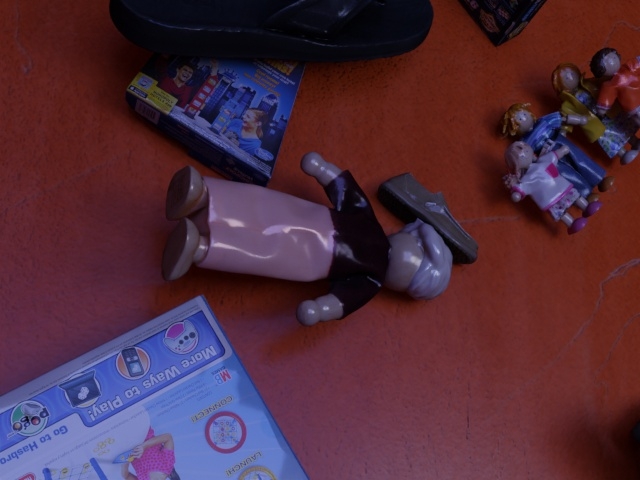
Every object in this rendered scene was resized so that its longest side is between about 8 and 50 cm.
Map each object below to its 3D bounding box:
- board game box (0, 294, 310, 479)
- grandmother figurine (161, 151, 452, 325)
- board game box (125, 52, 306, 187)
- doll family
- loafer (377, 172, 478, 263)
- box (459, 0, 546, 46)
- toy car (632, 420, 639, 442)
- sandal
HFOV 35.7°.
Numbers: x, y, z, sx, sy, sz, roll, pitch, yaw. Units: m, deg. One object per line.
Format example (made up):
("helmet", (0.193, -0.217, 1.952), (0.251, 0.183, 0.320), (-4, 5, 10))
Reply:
("board game box", (-0.179, 0.257, 0.976), (0.308, 0.086, 0.302), (-26, 79, -24))
("grandmother figurine", (0.000, 0.000, 1.105), (0.342, 0.104, 0.208), (13, 73, -26))
("board game box", (-0.103, -0.183, 1.193), (0.194, 0.060, 0.194), (32, 62, -2))
("doll family", (0.323, -0.136, 1.290), (0.163, 0.118, 0.263), (44, 81, -3))
("loafer", (0.138, -0.031, 1.206), (0.148, 0.056, 0.050), (41, 69, 2))
("box", (0.218, -0.391, 1.310), (0.051, 0.175, 0.220), (-32, 80, -24))
("toy car", (0.394, 0.323, 1.099), (0.238, 0.210, 0.219), (-45, 72, 2))
("sandal", (-0.026, -0.291, 1.175), (0.445, 0.107, 0.167), (-11, 48, -36))
